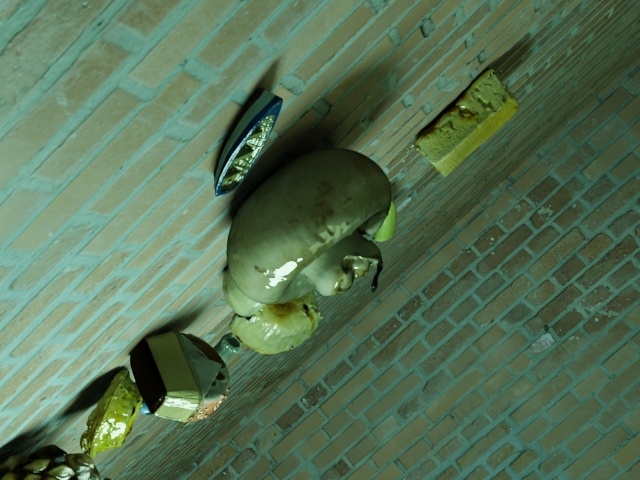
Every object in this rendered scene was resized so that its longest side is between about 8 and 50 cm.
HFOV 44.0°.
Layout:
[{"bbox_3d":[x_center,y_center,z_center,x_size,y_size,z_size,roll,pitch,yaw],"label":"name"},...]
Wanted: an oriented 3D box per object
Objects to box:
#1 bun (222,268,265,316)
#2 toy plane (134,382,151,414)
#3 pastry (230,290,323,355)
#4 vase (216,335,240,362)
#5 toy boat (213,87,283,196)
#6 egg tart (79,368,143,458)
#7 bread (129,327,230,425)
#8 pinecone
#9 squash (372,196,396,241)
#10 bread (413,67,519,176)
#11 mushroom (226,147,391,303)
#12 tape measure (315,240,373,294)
[{"bbox_3d":[-0.141,0.083,1.793,0.178,0.128,0.193,-38,178,-13],"label":"bun"},{"bbox_3d":[-0.398,0.388,2.091,0.254,0.105,0.271,-48,165,24],"label":"toy plane"},{"bbox_3d":[-0.121,0.244,2.261,0.256,0.170,0.236,-21,156,-38],"label":"pastry"},{"bbox_3d":[-0.296,0.347,2.321,0.148,0.081,0.081,-49,165,20],"label":"vase"},{"bbox_3d":[-0.117,-0.155,1.238,0.080,0.046,0.229,-29,162,-41],"label":"toy boat"},{"bbox_3d":[-0.470,0.403,1.820,0.212,0.090,0.212,-156,-90,-88],"label":"egg tart"},{"bbox_3d":[-0.317,0.314,1.808,0.212,0.224,0.142,12,129,-47],"label":"bread"},{"bbox_3d":[-0.633,0.634,1.780,0.384,0.384,0.384,-39,167,-11],"label":"pinecone"},{"bbox_3d":[0.178,-0.079,2.282,0.094,0.094,0.224,-38,161,-14],"label":"squash"},{"bbox_3d":[0.376,-0.301,2.053,0.275,0.114,0.185,-45,163,9],"label":"bread"},{"bbox_3d":[0.000,0.000,1.529,0.362,0.294,0.362,-40,169,-9],"label":"mushroom"},{"bbox_3d":[0.058,0.046,2.282,0.235,0.115,0.207,-43,173,-7],"label":"tape measure"}]
